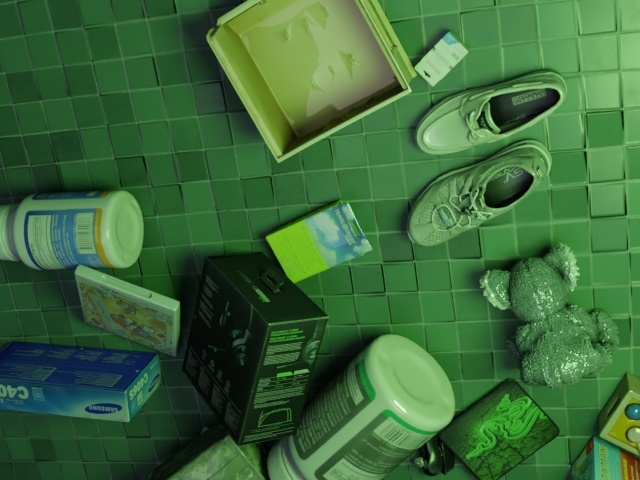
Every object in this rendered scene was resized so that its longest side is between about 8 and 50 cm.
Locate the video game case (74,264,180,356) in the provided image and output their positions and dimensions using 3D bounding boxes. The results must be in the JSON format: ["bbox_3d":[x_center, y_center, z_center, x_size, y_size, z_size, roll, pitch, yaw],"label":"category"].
[{"bbox_3d":[-0.375,0.142,1.750,0.206,0.026,0.227,20,150,3],"label":"video game case"}]

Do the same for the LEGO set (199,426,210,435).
[{"bbox_3d":[-0.234,0.545,1.922,0.182,0.060,0.244,33,111,1],"label":"LEGO set"}]

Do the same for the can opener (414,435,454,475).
[{"bbox_3d":[0.211,0.380,1.753,0.059,0.073,0.186,5,114,55],"label":"can opener"}]

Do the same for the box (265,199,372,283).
[{"bbox_3d":[0.000,0.000,1.661,0.178,0.042,0.109,-23,104,21],"label":"box"}]

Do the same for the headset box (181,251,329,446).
[{"bbox_3d":[-0.128,0.186,1.651,0.246,0.131,0.283,40,124,45],"label":"headset box"}]

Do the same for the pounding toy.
[{"bbox_3d":[0.580,0.342,1.608,0.130,0.100,0.141,26,114,4],"label":"pounding toy"}]

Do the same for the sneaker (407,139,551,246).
[{"bbox_3d":[0.260,-0.076,1.524,0.281,0.115,0.105,-35,98,23],"label":"sneaker"}]

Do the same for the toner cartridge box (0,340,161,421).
[{"bbox_3d":[-0.522,0.287,1.841,0.347,0.165,0.075,3,112,14],"label":"toner cartridge box"}]

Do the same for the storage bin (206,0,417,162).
[{"bbox_3d":[-0.014,-0.315,1.501,0.262,0.123,0.260,-26,102,22],"label":"storage bin"}]

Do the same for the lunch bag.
[{"bbox_3d":[-0.186,0.543,1.821,0.235,0.169,0.287,-36,101,5],"label":"lunch bag"}]

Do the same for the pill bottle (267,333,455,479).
[{"bbox_3d":[0.067,0.357,1.685,0.204,0.204,0.361,41,120,-3],"label":"pill bottle"}]

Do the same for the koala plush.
[{"bbox_3d":[0.392,0.126,1.541,0.196,0.203,0.221,-19,93,20],"label":"koala plush"}]

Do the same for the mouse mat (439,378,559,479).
[{"bbox_3d":[0.343,0.371,1.714,0.189,0.007,0.152,-42,98,13],"label":"mouse mat"}]

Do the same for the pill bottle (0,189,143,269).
[{"bbox_3d":[-0.495,-0.018,1.724,0.271,0.152,0.152,-1,110,16],"label":"pill bottle"}]

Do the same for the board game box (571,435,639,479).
[{"bbox_3d":[0.595,0.526,1.562,0.301,0.308,0.086,28,116,4],"label":"board game box"}]

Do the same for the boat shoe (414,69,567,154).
[{"bbox_3d":[0.279,-0.205,1.485,0.267,0.088,0.096,-15,106,19],"label":"boat shoe"}]

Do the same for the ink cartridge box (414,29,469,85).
[{"bbox_3d":[0.204,-0.306,1.499,0.048,0.028,0.083,44,114,-4],"label":"ink cartridge box"}]
